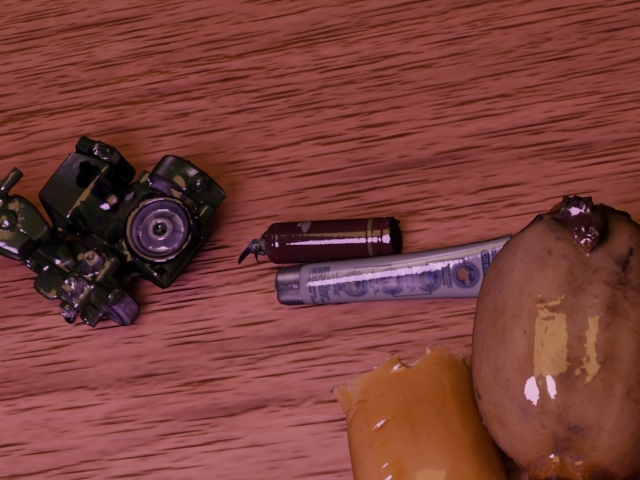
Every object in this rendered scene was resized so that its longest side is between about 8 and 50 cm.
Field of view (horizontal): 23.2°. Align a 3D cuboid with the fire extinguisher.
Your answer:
[{"bbox_3d":[0.000,0.000,1.542,0.158,0.043,0.064,-2,36,17],"label":"fire extinguisher"}]

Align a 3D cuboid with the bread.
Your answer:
[{"bbox_3d":[0.089,0.188,1.367,0.134,0.085,0.173,-20,55,6],"label":"bread"}]

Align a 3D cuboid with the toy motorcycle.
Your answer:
[{"bbox_3d":[-0.237,-0.025,1.588,0.275,0.127,0.205,30,75,28],"label":"toy motorcycle"}]

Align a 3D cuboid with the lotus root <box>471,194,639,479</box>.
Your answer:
[{"bbox_3d":[0.217,0.118,1.319,0.182,0.183,0.310,-2,61,18],"label":"lotus root"}]

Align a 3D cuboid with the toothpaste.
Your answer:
[{"bbox_3d":[0.073,0.035,1.495,0.239,0.039,0.062,-6,98,16],"label":"toothpaste"}]
